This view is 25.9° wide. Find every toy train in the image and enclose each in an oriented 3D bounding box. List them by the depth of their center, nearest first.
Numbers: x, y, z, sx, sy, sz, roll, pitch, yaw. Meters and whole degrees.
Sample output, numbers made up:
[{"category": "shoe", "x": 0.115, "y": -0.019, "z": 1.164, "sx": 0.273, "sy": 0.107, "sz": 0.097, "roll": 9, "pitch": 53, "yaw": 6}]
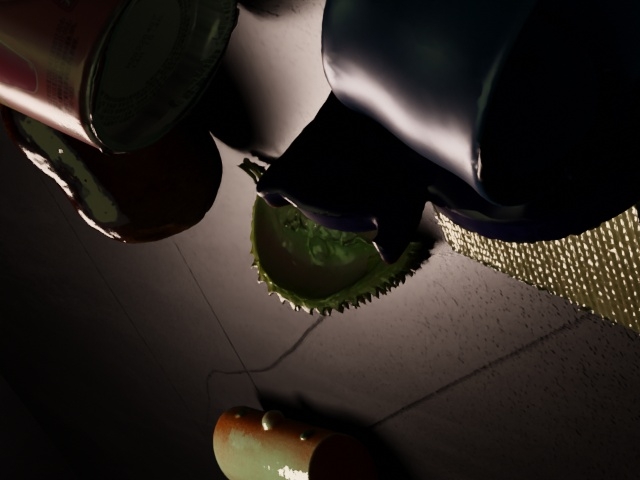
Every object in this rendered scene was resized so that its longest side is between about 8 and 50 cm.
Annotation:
[{"category": "toy train", "x": -0.025, "y": 0.269, "z": 1.557, "sx": 0.285, "sy": 0.116, "sz": 0.177, "roll": 4, "pitch": 119, "yaw": 62}]

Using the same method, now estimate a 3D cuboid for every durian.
[{"category": "durian", "x": 0.000, "y": 0.000, "z": 1.134, "sx": 0.215, "sy": 0.086, "sz": 0.100, "roll": 25, "pitch": 115, "yaw": 39}]

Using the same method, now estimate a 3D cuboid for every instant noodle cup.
[{"category": "instant noodle cup", "x": -0.207, "y": -0.191, "z": 1.012, "sx": 0.255, "sy": 0.244, "sz": 0.244, "roll": 33, "pitch": 154, "yaw": 20}]

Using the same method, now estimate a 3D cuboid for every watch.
[{"category": "watch", "x": 0.080, "y": -0.096, "z": 0.644, "sx": 0.171, "sy": 0.196, "sz": 0.200, "roll": 28, "pitch": 159, "yaw": 23}]

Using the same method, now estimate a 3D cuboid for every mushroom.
[{"category": "mushroom", "x": -0.198, "y": -0.101, "z": 1.273, "sx": 0.227, "sy": 0.148, "sz": 0.217, "roll": 58, "pitch": 173, "yaw": -8}]

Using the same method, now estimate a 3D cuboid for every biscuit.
[{"category": "biscuit", "x": 0.138, "y": -0.017, "z": 0.857, "sx": 0.199, "sy": 0.040, "sz": 0.121, "roll": 26, "pitch": 151, "yaw": 47}]
